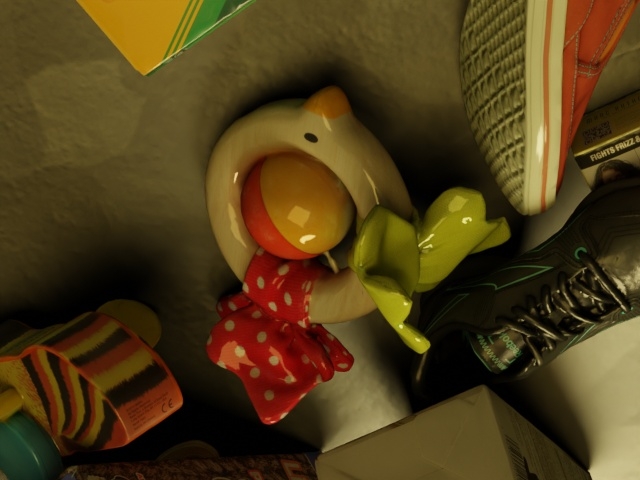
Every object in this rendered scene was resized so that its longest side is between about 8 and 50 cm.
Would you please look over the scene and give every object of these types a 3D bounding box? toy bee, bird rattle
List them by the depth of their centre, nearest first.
[{"bbox_3d":[0.000,0.000,1.023,0.253,0.143,0.207,-23,96,49],"label":"bird rattle"},{"bbox_3d":[-0.226,0.112,1.070,0.298,0.195,0.162,-35,89,32],"label":"toy bee"}]

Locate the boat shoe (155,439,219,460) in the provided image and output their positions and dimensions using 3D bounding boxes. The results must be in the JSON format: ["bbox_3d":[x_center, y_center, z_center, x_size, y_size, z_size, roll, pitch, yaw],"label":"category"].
[{"bbox_3d":[-0.133,0.218,1.192,0.050,0.045,0.135,36,116,-18],"label":"boat shoe"}]

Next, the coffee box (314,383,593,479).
[{"bbox_3d":[0.118,0.211,1.083,0.141,0.098,0.246,-25,148,16],"label":"coffee box"}]

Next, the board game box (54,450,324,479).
[{"bbox_3d":[-0.123,0.283,1.087,0.232,0.141,0.291,-43,153,23],"label":"board game box"}]

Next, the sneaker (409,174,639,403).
[{"bbox_3d":[0.166,0.046,0.995,0.101,0.106,0.267,48,133,-12],"label":"sneaker"}]

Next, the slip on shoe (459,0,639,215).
[{"bbox_3d":[0.154,-0.148,0.906,0.101,0.123,0.331,-12,134,-15],"label":"slip on shoe"}]

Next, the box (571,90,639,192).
[{"bbox_3d":[0.262,0.002,1.037,0.087,0.058,0.232,-23,117,16],"label":"box"}]

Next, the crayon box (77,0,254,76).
[{"bbox_3d":[-0.130,-0.260,0.886,0.165,0.081,0.278,-32,115,19],"label":"crayon box"}]
